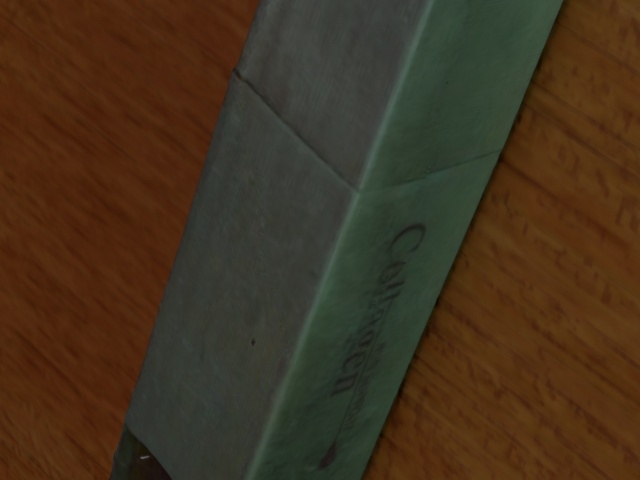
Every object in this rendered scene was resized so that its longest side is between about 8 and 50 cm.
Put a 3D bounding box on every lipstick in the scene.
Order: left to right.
[{"bbox_3d":[0.000,0.000,0.749,0.080,0.076,0.371,47,135,30],"label":"lipstick"}]
